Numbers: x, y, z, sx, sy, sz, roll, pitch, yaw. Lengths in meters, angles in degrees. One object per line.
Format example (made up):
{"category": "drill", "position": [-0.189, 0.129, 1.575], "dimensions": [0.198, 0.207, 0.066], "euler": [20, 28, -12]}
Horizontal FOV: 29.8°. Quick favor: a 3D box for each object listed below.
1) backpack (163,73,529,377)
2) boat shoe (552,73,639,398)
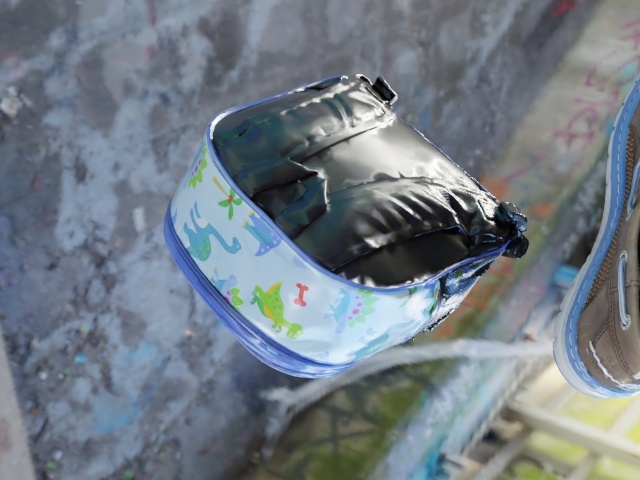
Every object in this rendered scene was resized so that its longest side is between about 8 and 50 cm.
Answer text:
{"category": "backpack", "position": [0.000, 0.000, 0.446], "dimensions": [0.114, 0.105, 0.084], "euler": [-20, 150, -53]}
{"category": "boat shoe", "position": [0.164, -0.015, 0.532], "dimensions": [0.066, 0.066, 0.183], "euler": [24, 73, -13]}
